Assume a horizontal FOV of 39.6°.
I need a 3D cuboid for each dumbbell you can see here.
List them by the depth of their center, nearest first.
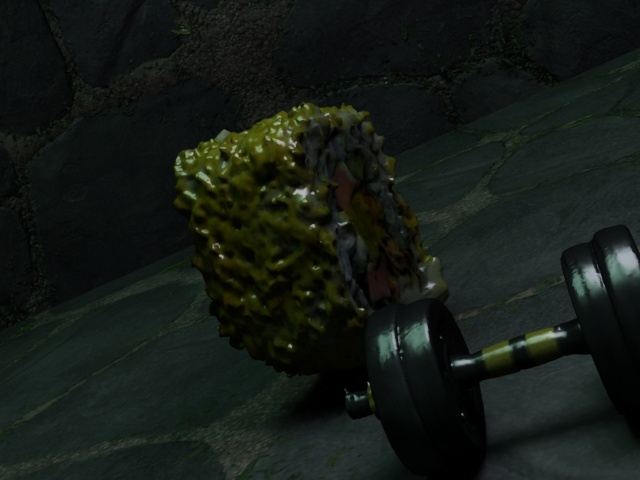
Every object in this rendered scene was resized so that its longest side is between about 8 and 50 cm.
[{"bbox_3d":[0.204,0.114,0.900,0.388,0.185,0.185,-20,13,17],"label":"dumbbell"}]

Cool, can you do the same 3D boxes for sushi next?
[{"bbox_3d":[0.000,0.000,1.287,0.240,0.396,0.351,-19,4,30],"label":"sushi"}]
